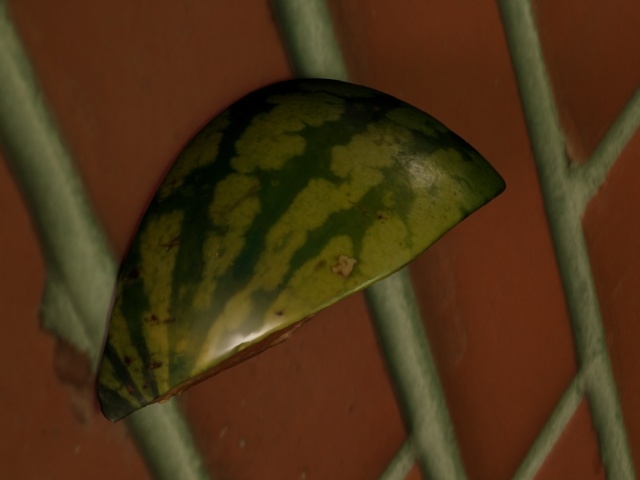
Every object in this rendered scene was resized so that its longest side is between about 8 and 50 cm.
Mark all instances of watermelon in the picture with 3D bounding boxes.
[{"bbox_3d":[-0.009,-0.026,1.031,0.128,0.159,0.303,56,41,1],"label":"watermelon"}]
